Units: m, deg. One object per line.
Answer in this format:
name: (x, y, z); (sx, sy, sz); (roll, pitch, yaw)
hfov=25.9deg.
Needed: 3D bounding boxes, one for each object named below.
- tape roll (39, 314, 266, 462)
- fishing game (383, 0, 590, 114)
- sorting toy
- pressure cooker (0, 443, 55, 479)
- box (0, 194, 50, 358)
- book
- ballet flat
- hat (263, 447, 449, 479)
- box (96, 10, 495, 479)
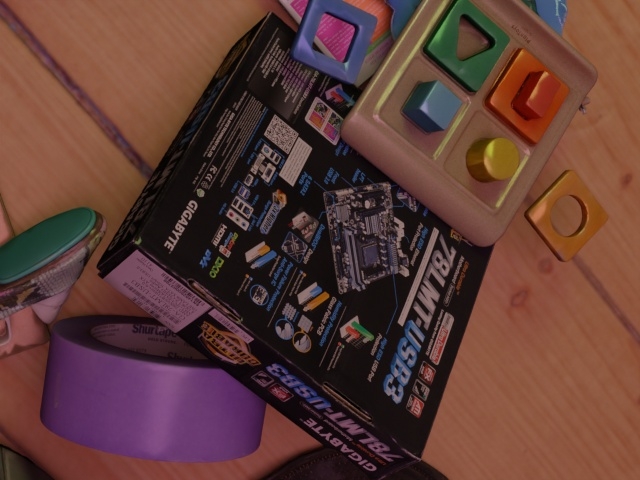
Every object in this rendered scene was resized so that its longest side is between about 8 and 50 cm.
tape roll: (-0.138, 0.122, 1.174); (0.189, 0.189, 0.080); (6, 97, -15)
fishing game: (0.141, -0.222, 1.241); (0.189, 0.041, 0.264); (-15, 91, -20)
sorting toy: (0.139, -0.118, 1.201); (0.347, 0.047, 0.196); (37, 80, -20)
pressure cooker: (-0.323, 0.358, 1.044); (0.370, 0.420, 0.375); (-28, 105, -9)
box: (-0.342, 0.021, 1.194); (0.164, 0.021, 0.201); (-19, 103, -11)
book: (0.018, -0.220, 1.244); (0.096, 0.035, 0.144); (-41, 105, -2)
ballet flat: (-0.271, 0.049, 1.174); (0.221, 0.077, 0.079); (-28, 122, -4)
hat: (0.044, 0.363, 1.287); (0.331, 0.134, 0.331); (-2, 100, -13)
box: (0.000, 0.000, 1.168); (0.293, 0.073, 0.295); (40, 48, -17)
